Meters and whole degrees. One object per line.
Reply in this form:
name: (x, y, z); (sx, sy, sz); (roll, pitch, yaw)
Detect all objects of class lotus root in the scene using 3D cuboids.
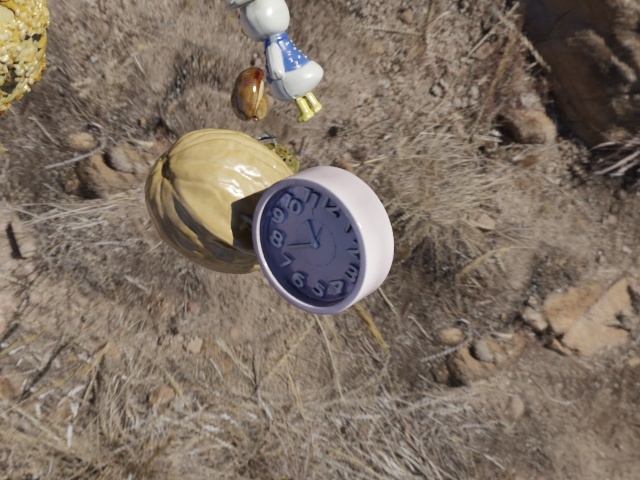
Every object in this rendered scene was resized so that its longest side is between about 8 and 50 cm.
lotus root: (-0.146, -0.120, 1.677); (0.123, 0.124, 0.241); (24, 126, -39)

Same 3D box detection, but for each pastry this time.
pastry: (-0.566, -0.333, 1.291); (0.162, 0.311, 0.255); (26, 54, -12)

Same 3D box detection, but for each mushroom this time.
mushroom: (-0.152, -0.323, 1.640); (0.087, 0.127, 0.127); (14, 92, -9)

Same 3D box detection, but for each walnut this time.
walnut: (-0.145, -0.057, 1.174); (0.261, 0.225, 0.225); (32, 88, -31)

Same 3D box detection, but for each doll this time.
doll: (-0.079, -0.355, 1.342); (0.119, 0.138, 0.293); (-15, 110, 26)

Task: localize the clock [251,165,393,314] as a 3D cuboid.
clock: (0.000, 0.000, 1.024); (0.068, 0.197, 0.197); (-26, 100, -49)
